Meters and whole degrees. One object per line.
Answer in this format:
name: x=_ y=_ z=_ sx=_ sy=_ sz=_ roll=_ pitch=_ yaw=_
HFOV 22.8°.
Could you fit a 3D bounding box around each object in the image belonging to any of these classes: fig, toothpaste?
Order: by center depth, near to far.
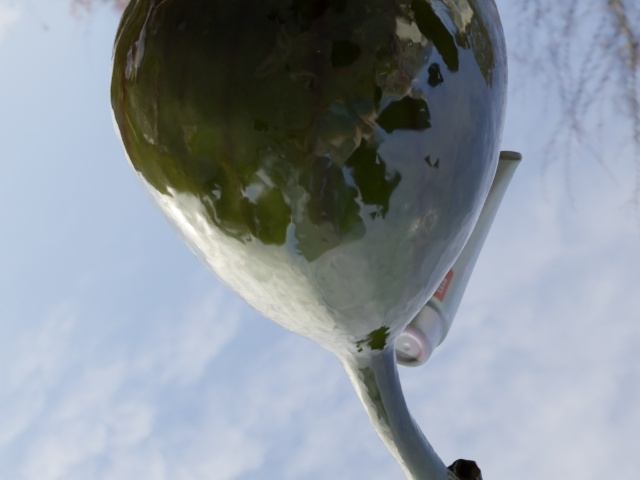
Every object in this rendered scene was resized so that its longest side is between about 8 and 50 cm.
fig: x=0.000 y=0.000 z=0.607 sx=0.151 sy=0.259 sz=0.151 roll=-3 pitch=-157 yaw=1
toothpaste: x=0.066 y=0.000 z=0.834 sx=0.052 sy=0.033 sz=0.218 roll=5 pitch=-151 yaw=14
